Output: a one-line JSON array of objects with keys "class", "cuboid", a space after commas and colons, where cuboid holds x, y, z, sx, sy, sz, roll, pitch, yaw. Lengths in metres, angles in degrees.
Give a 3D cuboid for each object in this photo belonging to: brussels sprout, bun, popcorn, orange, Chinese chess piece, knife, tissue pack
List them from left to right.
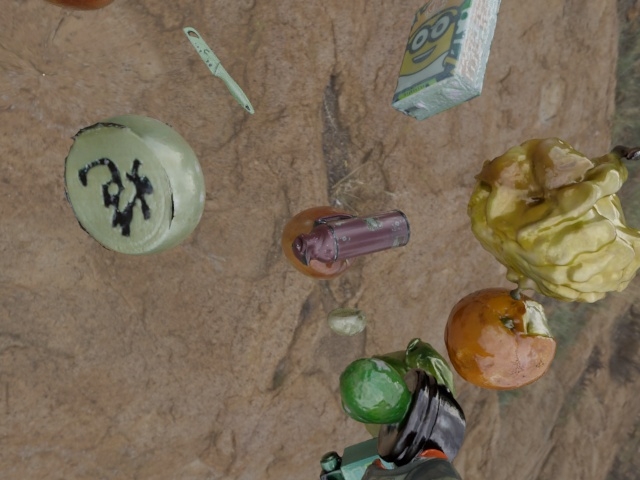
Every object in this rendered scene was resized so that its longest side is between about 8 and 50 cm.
[{"class": "Chinese chess piece", "cuboid": [-0.458, -0.131, 1.115, 0.146, 0.349, 0.349, -42, 136, -62]}, {"class": "knife", "cuboid": [-0.287, -0.479, 1.282, 0.043, 0.020, 0.293, -36, 103, 4]}, {"class": "bun", "cuboid": [0.057, 0.176, 0.957, 0.086, 0.086, 0.054, -9, 97, -29]}, {"class": "brussels sprout", "cuboid": [0.226, 0.413, 1.225, 0.227, 0.259, 0.294, 43, 49, -52]}, {"class": "tissue pack", "cuboid": [0.323, -0.493, 1.168, 0.128, 0.228, 0.310, 22, 75, -29]}, {"class": "orange", "cuboid": [0.408, 0.223, 1.042, 0.240, 0.240, 0.240, -11, 113, -28]}, {"class": "popcorn", "cuboid": [0.484, -0.061, 0.895, 0.382, 0.349, 0.349, -44, 125, 1]}]

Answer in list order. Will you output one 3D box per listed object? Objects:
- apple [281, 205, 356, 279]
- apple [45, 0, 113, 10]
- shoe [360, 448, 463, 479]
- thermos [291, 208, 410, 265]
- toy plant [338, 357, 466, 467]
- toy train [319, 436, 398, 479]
[{"class": "apple", "cuboid": [0.000, 0.000, 1.446, 0.254, 0.253, 0.253, -11, 113, -28]}, {"class": "apple", "cuboid": [-0.683, -0.756, 1.163, 0.302, 0.301, 0.301, -11, 113, -28]}, {"class": "shoe", "cuboid": [0.085, 0.440, 0.729, 0.336, 0.171, 0.132, -36, 105, 10]}, {"class": "thermos", "cuboid": [0.074, -0.018, 1.220, 0.330, 0.109, 0.136, -12, 82, -25]}, {"class": "toy plant", "cuboid": [0.133, 0.302, 0.813, 0.235, 0.218, 0.175, 25, 65, 4]}, {"class": "toy train", "cuboid": [0.113, 0.583, 0.958, 0.194, 0.120, 0.298, -23, 86, 8]}]
